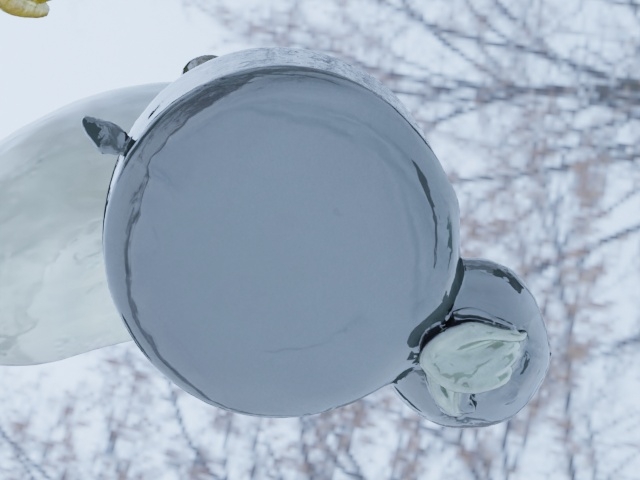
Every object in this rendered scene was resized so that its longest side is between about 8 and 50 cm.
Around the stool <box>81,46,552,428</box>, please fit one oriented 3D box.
[{"bbox_3d":[-0.006,0.007,0.726,0.228,0.153,0.139,54,-173,-15],"label":"stool"}]

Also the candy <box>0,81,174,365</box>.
[{"bbox_3d":[-0.167,-0.031,1.312,0.427,0.386,0.186,-133,30,-74],"label":"candy"}]

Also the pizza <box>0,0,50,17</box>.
[{"bbox_3d":[-0.159,-0.182,0.921,0.109,0.026,0.123,-54,-12,-6],"label":"pizza"}]
